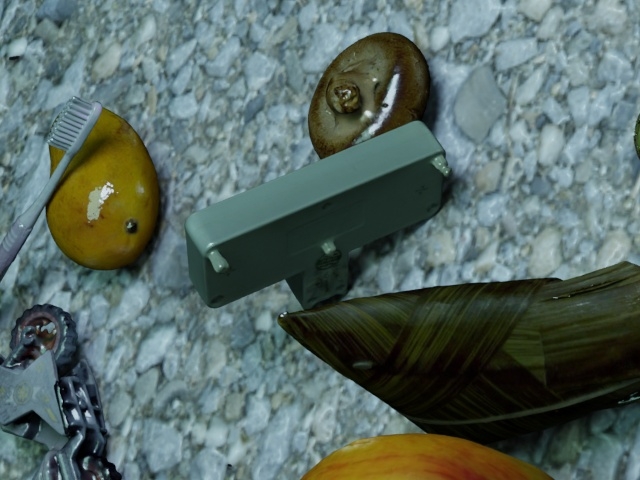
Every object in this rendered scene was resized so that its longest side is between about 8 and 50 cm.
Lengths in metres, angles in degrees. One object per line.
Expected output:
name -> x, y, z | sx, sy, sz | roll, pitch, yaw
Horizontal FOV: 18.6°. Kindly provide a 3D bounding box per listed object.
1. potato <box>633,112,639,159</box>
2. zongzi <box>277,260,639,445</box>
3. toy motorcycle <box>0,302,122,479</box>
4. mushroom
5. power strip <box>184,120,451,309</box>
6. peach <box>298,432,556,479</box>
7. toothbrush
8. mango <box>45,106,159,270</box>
potato -> 0.316, -0.078, 1.442 | 0.198, 0.054, 0.119 | 31, 89, 37
zongzi -> 0.132, 0.064, 1.393 | 0.248, 0.241, 0.111 | -20, 63, 26
toy motorcycle -> -0.246, 0.164, 1.709 | 0.122, 0.080, 0.215 | -30, 63, 21
mushroom -> 0.041, -0.113, 1.615 | 0.126, 0.085, 0.109 | -56, 10, 1
power strip -> 0.000, 0.000, 1.566 | 0.216, 0.145, 0.061 | -23, 58, -15
peach -> 0.062, 0.264, 1.371 | 0.281, 0.238, 0.281 | 12, 114, 29
toothbrush -> -0.284, 0.007, 1.747 | 0.354, 0.029, 0.024 | -55, 25, 30
mango -> -0.196, -0.051, 1.749 | 0.115, 0.089, 0.165 | -23, 59, 36
